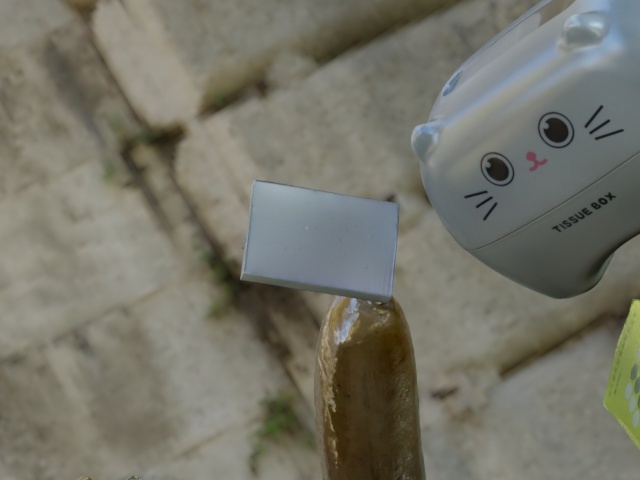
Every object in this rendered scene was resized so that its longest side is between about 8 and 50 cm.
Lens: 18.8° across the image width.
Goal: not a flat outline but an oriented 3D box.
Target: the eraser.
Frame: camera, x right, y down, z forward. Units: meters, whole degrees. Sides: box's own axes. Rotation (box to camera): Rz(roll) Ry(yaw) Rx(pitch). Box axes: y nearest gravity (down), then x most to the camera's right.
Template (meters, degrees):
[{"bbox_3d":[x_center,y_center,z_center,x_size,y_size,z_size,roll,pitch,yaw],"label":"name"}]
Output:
[{"bbox_3d":[0.000,0.000,1.893,0.150,0.104,0.023,10,-23,-8],"label":"eraser"}]

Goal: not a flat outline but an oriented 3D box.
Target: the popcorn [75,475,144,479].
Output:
[{"bbox_3d":[-0.183,0.345,2.016,0.250,0.190,0.250,12,-11,3],"label":"popcorn"}]

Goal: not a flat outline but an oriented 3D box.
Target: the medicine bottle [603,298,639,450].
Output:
[{"bbox_3d":[0.411,0.176,2.086,0.141,0.250,0.137,18,-78,-13],"label":"medicine bottle"}]

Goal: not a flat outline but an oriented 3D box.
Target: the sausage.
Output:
[{"bbox_3d":[0.066,0.272,2.230,0.123,0.136,0.501,-33,-59,-45],"label":"sausage"}]

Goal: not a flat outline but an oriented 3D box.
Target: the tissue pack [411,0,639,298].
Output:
[{"bbox_3d":[0.250,-0.117,1.804,0.236,0.229,0.333,38,-47,-19],"label":"tissue pack"}]
